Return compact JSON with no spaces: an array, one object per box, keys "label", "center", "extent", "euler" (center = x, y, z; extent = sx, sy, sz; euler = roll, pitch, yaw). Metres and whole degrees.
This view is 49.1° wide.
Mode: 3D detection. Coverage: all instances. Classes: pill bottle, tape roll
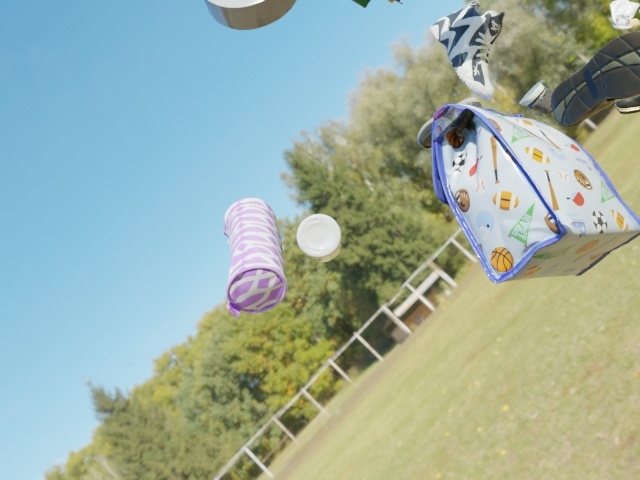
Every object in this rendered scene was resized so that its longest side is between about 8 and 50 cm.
[{"label":"pill bottle","center":[0.000,0.000,1.746],"extent":[0.108,0.108,0.180],"euler":[-46,-7,-4]},{"label":"tape roll","center":[-0.156,-0.569,1.537],"extent":[0.219,0.219,0.072],"euler":[-44,-25,-11]}]

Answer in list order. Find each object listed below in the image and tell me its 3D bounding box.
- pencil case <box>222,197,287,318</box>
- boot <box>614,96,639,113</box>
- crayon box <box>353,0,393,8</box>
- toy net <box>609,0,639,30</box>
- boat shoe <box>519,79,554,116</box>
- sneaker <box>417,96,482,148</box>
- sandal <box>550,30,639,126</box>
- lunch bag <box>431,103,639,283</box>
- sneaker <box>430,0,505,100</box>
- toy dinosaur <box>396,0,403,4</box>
[{"label":"pencil case","center":[-0.099,0.017,0.994],"extent":[0.088,0.086,0.206],"euler":[-30,30,8]},{"label":"boot","center":[0.749,-0.381,1.574],"extent":[0.197,0.077,0.137],"euler":[-29,-47,15]},{"label":"crayon box","center":[0.123,-0.619,1.380],"extent":[0.203,0.083,0.323],"euler":[17,-56,-36]},{"label":"toy net","center":[0.808,-0.514,1.784],"extent":[0.122,0.232,0.045],"euler":[-37,-22,7]},{"label":"boat shoe","center":[0.545,-0.347,1.737],"extent":[0.081,0.068,0.228],"euler":[-49,-2,23]},{"label":"sneaker","center":[0.365,-0.294,1.960],"extent":[0.083,0.118,0.222],"euler":[8,-30,-39]},{"label":"sandal","center":[0.419,-0.226,0.997],"extent":[0.060,0.090,0.219],"euler":[-10,-13,-23]},{"label":"lunch bag","center":[0.426,-0.116,1.480],"extent":[0.327,0.386,0.239],"euler":[-2,-32,-42]},{"label":"sneaker","center":[0.367,-0.444,1.588],"extent":[0.153,0.235,0.094],"euler":[-36,-30,24]},{"label":"toy dinosaur","center":[0.160,-0.511,1.372],"extent":[0.082,0.047,0.090],"euler":[-64,19,18]}]
